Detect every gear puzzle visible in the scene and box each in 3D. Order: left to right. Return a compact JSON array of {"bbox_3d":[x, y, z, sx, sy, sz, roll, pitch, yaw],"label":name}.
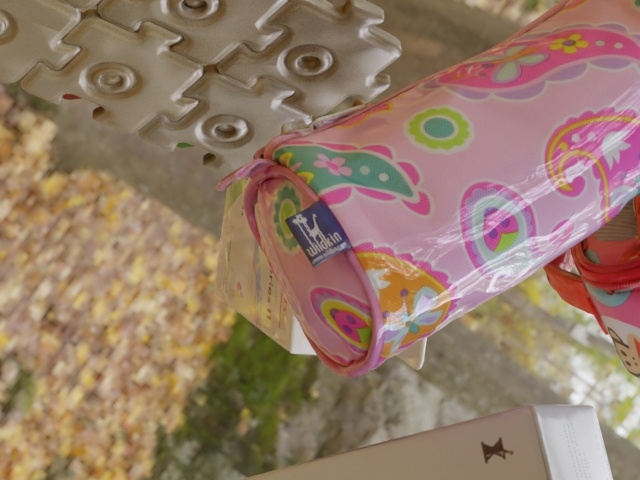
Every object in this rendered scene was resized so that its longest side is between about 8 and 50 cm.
[{"bbox_3d":[-0.054,-0.112,0.849,0.175,0.339,0.044,-35,-135,40],"label":"gear puzzle"}]

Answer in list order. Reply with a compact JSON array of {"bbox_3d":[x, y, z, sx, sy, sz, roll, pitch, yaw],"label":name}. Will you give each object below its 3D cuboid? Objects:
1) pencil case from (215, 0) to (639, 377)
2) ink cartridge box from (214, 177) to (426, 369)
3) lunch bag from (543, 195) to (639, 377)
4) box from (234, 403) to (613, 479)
[{"bbox_3d":[0.095,-0.048,0.729,0.284,0.124,0.124,-29,173,-20],"label":"pencil case"},{"bbox_3d":[0.000,0.000,1.573,0.353,0.119,0.207,-154,-111,-67],"label":"ink cartridge box"},{"bbox_3d":[0.263,-0.034,0.972,0.258,0.120,0.293,-24,-158,20],"label":"lunch bag"},{"bbox_3d":[0.070,0.194,0.805,0.182,0.181,0.119,-17,167,23],"label":"box"}]
